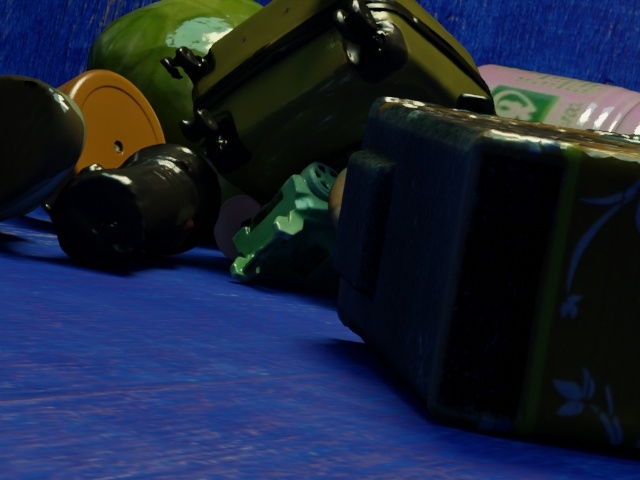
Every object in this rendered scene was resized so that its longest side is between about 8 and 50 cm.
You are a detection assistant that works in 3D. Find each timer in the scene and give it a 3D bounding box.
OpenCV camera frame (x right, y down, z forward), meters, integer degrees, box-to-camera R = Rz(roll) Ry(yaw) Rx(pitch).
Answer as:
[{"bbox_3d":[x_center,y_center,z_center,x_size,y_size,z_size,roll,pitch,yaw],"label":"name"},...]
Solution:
[{"bbox_3d":[-0.223,-0.060,1.643,0.152,0.132,0.132,-14,-11,32],"label":"timer"}]

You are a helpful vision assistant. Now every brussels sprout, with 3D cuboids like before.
[{"bbox_3d":[-0.115,-0.109,1.797,0.244,0.244,0.244,11,4,-1],"label":"brussels sprout"}]

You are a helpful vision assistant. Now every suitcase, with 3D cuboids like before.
[{"bbox_3d":[0.019,-0.099,1.565,0.235,0.194,0.143,35,29,-47],"label":"suitcase"}]

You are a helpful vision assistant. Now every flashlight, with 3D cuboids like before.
[{"bbox_3d":[-0.131,-0.022,1.449,0.093,0.093,0.232,12,7,5],"label":"flashlight"}]

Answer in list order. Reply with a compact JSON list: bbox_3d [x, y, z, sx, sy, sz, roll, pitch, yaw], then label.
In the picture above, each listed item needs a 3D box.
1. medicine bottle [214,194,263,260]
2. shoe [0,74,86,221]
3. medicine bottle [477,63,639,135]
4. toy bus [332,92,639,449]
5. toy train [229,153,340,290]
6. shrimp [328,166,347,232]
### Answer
[{"bbox_3d":[-0.040,-0.008,1.656,0.057,0.057,0.089,14,5,35],"label":"medicine bottle"},{"bbox_3d":[-0.229,-0.059,1.442,0.098,0.103,0.275,14,-5,-30],"label":"shoe"},{"bbox_3d":[0.177,-0.055,1.869,0.325,0.212,0.212,12,4,31],"label":"medicine bottle"},{"bbox_3d":[0.123,0.011,1.090,0.194,0.162,0.323,8,6,-10],"label":"toy bus"},{"bbox_3d":[0.000,0.000,1.499,0.149,0.099,0.081,19,39,-37],"label":"toy train"},{"bbox_3d":[0.137,0.015,1.475,0.289,0.075,0.178,18,31,-40],"label":"shrimp"}]
